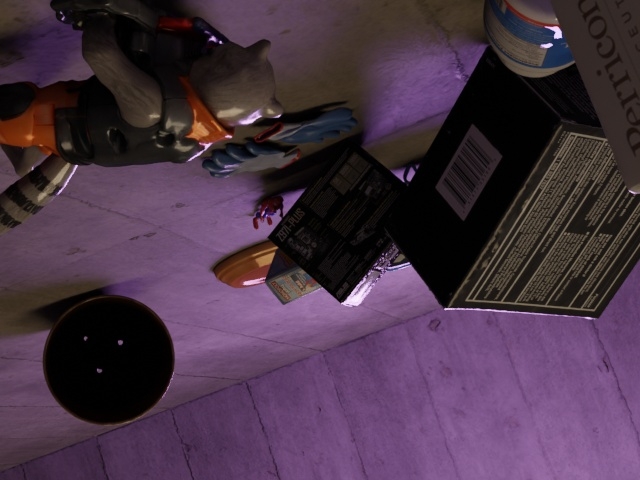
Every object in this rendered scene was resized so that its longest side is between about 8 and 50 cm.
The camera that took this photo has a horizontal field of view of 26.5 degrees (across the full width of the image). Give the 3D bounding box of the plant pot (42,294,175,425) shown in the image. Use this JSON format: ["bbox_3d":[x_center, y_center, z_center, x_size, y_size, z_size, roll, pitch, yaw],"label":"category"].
[{"bbox_3d":[-0.371,0.199,2.339,0.215,0.215,0.230,-17,-178,-13],"label":"plant pot"}]

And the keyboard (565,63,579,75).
[{"bbox_3d":[0.382,-0.253,1.662,0.192,0.100,0.038,-18,155,-11],"label":"keyboard"}]

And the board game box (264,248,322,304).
[{"bbox_3d":[0.000,0.000,2.014,0.194,0.194,0.060,-33,125,5],"label":"board game box"}]

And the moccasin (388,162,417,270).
[{"bbox_3d":[0.196,-0.082,2.131,0.342,0.138,0.117,-34,154,-12],"label":"moccasin"}]

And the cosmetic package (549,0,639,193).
[{"bbox_3d":[0.410,-0.272,1.030,0.327,0.329,0.394,-12,166,-35],"label":"cosmetic package"}]

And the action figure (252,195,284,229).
[{"bbox_3d":[-0.076,-0.044,2.060,0.038,0.030,0.115,-12,164,-16],"label":"action figure"}]

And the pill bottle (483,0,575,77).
[{"bbox_3d":[0.230,-0.244,1.385,0.124,0.124,0.221,-19,169,0],"label":"pill bottle"}]

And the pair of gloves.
[{"bbox_3d":[-0.049,-0.126,1.737,0.198,0.023,0.159,-27,168,39],"label":"pair of gloves"}]

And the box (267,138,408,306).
[{"bbox_3d":[0.043,-0.023,1.883,0.180,0.147,0.077,-52,163,7],"label":"box"}]

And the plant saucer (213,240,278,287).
[{"bbox_3d":[-0.089,0.040,2.400,0.200,0.037,0.200,-18,169,-4],"label":"plant saucer"}]

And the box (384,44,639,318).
[{"bbox_3d":[0.292,-0.065,1.767,0.294,0.183,0.296,7,124,-37],"label":"box"}]

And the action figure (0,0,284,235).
[{"bbox_3d":[-0.178,-0.107,1.256,0.330,0.178,0.341,-14,169,23],"label":"action figure"}]
